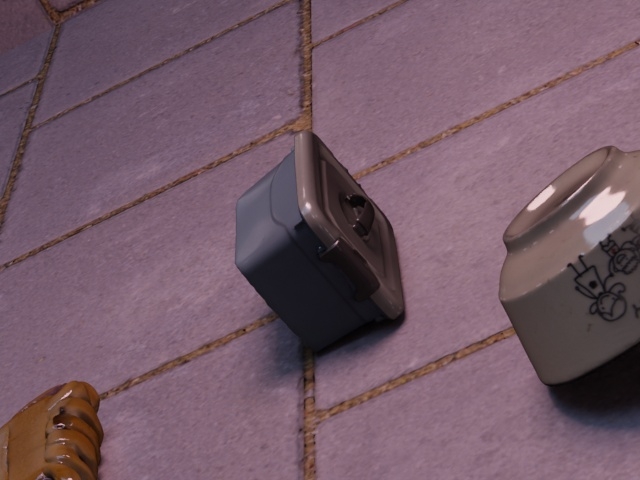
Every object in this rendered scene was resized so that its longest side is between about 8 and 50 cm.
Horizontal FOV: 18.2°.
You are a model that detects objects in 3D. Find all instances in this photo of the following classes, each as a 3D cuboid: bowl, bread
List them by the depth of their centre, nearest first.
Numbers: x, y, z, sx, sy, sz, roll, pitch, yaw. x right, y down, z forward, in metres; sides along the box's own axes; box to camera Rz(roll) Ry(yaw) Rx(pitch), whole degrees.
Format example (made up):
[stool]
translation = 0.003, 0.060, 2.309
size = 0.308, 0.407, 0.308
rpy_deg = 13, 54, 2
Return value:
[bowl]
translation = 0.243, 0.006, 1.715
size = 0.237, 0.126, 0.238
rpy_deg = -41, 6, 6
[bread]
translation = -0.278, 0.233, 2.008
size = 0.134, 0.081, 0.225
rpy_deg = -30, 25, 14

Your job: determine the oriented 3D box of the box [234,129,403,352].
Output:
[box]
translation = 0.000, 0.000, 2.056
size = 0.130, 0.162, 0.227
rpy_deg = -35, 22, 15
